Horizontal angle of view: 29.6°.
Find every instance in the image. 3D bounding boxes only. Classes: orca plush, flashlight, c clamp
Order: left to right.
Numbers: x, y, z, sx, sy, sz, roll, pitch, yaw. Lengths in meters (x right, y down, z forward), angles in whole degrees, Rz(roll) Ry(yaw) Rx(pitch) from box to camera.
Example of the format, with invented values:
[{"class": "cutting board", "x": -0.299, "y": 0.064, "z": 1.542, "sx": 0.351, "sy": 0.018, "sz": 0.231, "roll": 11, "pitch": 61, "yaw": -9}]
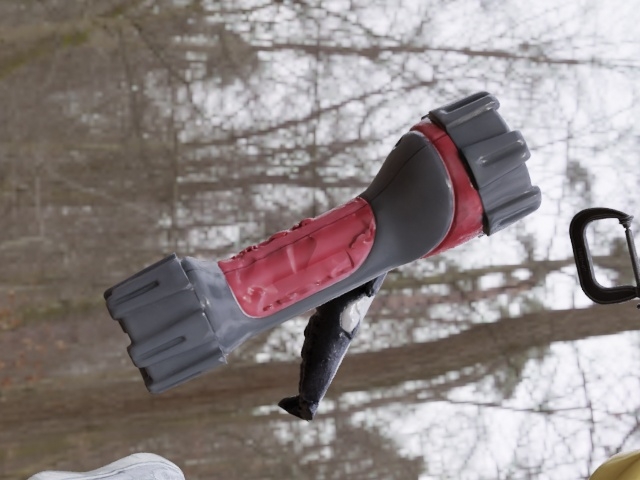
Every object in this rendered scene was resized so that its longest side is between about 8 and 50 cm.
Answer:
[{"class": "flashlight", "x": 0.000, "y": 0.000, "z": 0.845, "sx": 0.103, "sy": 0.304, "sz": 0.103, "roll": 66, "pitch": -8, "yaw": -4}, {"class": "orca plush", "x": 0.005, "y": 0.084, "z": 1.566, "sx": 0.287, "sy": 0.102, "sz": 0.151, "roll": -63, "pitch": 179, "yaw": 2}, {"class": "c clamp", "x": 0.414, "y": 0.025, "z": 1.667, "sx": 0.137, "sy": 0.022, "sz": 0.161, "roll": -16, "pitch": -86, "yaw": 36}]

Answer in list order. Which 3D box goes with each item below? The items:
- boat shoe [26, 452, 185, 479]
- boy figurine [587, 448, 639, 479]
[{"class": "boat shoe", "x": -0.175, "y": 0.241, "z": 1.053, "sx": 0.081, "sy": 0.227, "sz": 0.079, "roll": 29, "pitch": -82, "yaw": 26}, {"class": "boy figurine", "x": 0.279, "y": 0.228, "z": 0.935, "sx": 0.092, "sy": 0.177, "sz": 0.285, "roll": -137, "pitch": -117, "yaw": -84}]
